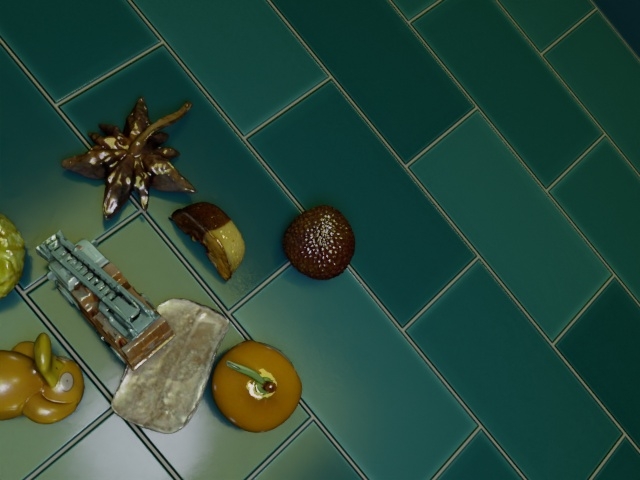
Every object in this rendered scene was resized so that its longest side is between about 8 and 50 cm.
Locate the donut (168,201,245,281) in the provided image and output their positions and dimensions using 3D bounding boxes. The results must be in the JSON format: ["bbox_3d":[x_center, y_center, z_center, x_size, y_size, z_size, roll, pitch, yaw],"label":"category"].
[{"bbox_3d":[-0.257,-0.013,1.625,0.085,0.141,0.217,-41,96,-30],"label":"donut"}]

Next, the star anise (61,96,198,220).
[{"bbox_3d":[-0.447,-0.212,1.619,0.350,0.109,0.292,-17,87,-22],"label":"star anise"}]

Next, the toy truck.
[{"bbox_3d":[-0.479,0.109,1.456,0.338,0.184,0.133,41,66,19],"label":"toy truck"}]

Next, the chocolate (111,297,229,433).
[{"bbox_3d":[-0.339,0.289,1.530,0.185,0.100,0.303,21,66,1],"label":"chocolate"}]

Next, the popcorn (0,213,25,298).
[{"bbox_3d":[-0.742,0.031,1.424,0.204,0.184,0.221,-24,98,-9],"label":"popcorn"}]

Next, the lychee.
[{"bbox_3d":[0.002,0.005,1.679,0.195,0.194,0.194,5,75,-17],"label":"lychee"}]

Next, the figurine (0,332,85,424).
[{"bbox_3d":[-0.626,0.298,1.395,0.228,0.215,0.215,-16,82,-13],"label":"figurine"}]

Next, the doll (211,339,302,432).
[{"bbox_3d":[-0.141,0.333,1.510,0.214,0.236,0.213,2,79,-13],"label":"doll"}]
